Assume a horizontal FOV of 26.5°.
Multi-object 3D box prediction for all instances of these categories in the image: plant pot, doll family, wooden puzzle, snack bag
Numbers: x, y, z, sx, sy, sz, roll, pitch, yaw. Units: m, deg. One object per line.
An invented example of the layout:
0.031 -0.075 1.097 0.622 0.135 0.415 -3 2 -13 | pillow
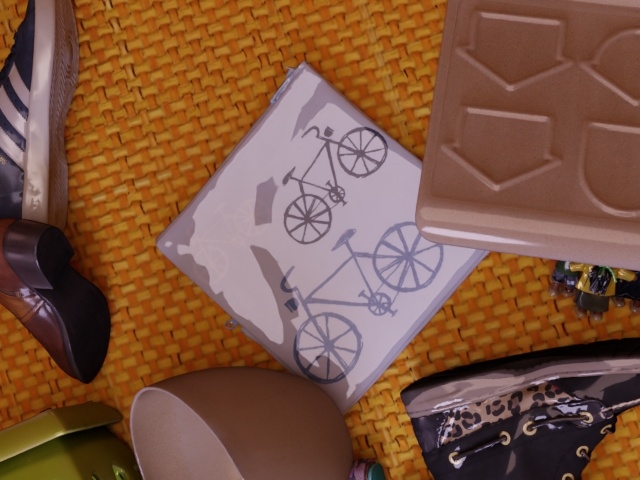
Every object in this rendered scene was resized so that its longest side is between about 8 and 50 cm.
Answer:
-0.341 0.329 1.698 0.227 0.228 0.207 -24 83 11 | plant pot
-0.072 0.266 1.639 0.191 0.284 0.284 -26 88 -31 | plant pot
0.360 0.046 1.598 0.193 0.076 0.111 9 129 -1 | doll family
0.292 -0.144 1.593 0.322 0.080 0.348 8 77 8 | wooden puzzle
0.000 0.000 1.706 0.342 0.037 0.323 41 99 5 | snack bag

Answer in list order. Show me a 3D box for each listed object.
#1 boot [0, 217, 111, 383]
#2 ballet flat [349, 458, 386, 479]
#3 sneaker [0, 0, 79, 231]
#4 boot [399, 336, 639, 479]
-0.426 0.068 1.744 0.280 0.264 0.096 7 52 27 | boot
0.065 0.385 1.704 0.079 0.077 0.222 -19 85 29 | ballet flat
-0.397 -0.167 1.721 0.148 0.131 0.350 6 95 6 | sneaker
0.299 0.273 1.613 0.377 0.138 0.284 -11 90 15 | boot
